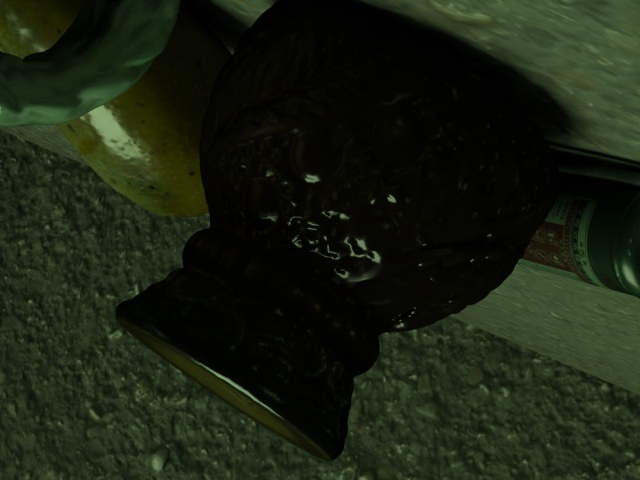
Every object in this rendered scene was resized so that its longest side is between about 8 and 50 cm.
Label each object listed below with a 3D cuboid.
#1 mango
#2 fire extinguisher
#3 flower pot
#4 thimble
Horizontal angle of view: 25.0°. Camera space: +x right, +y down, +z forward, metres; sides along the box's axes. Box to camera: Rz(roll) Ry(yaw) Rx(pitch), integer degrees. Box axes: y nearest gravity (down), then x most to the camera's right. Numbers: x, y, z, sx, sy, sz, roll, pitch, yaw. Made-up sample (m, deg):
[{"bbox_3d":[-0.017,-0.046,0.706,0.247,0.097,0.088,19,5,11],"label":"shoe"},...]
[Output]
[{"bbox_3d":[-0.169,-0.151,1.230,0.176,0.176,0.329,-3,142,28],"label":"mango"},{"bbox_3d":[0.221,-0.008,1.120,0.093,0.118,0.294,-23,-158,-27],"label":"fire extinguisher"},{"bbox_3d":[0.000,0.000,1.055,0.266,0.267,0.266,32,167,8],"label":"flower pot"},{"bbox_3d":[-0.202,-0.175,1.001,0.211,0.185,0.149,-11,-164,-27],"label":"thimble"}]
